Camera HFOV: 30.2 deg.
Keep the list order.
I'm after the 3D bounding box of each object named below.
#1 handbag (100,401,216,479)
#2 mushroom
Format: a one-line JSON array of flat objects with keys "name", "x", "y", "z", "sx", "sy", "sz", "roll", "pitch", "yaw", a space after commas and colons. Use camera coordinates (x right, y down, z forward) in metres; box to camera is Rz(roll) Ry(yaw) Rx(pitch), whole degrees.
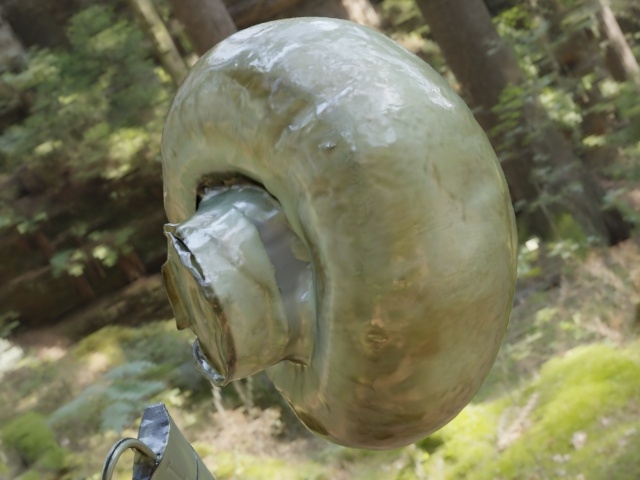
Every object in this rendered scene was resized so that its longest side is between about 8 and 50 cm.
[{"name": "handbag", "x": -0.194, "y": 0.326, "z": 1.336, "sx": 0.109, "sy": 0.315, "sz": 0.241, "roll": -3, "pitch": 51, "yaw": 24}, {"name": "mushroom", "x": 0.000, "y": 0.000, "z": 0.947, "sx": 0.260, "sy": 0.352, "sz": 0.352, "roll": -23, "pitch": 3, "yaw": -24}]
